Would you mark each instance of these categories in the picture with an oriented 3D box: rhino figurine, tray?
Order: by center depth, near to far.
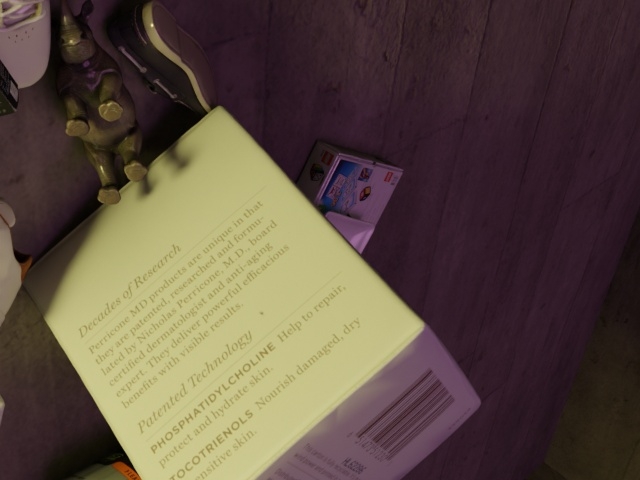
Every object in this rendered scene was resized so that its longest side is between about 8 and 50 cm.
[{"bbox_3d":[-0.239,-0.157,0.988,0.073,0.106,0.243,-13,140,-4],"label":"rhino figurine"},{"bbox_3d":[-0.022,0.076,1.462,0.145,0.030,0.270,13,109,-55],"label":"tray"}]

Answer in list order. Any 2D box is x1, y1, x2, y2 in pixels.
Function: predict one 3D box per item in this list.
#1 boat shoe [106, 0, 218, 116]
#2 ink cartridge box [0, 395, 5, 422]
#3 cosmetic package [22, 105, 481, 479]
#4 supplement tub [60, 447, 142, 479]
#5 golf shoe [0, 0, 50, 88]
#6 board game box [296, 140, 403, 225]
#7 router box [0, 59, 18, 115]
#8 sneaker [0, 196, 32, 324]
[{"bbox_3d":[-0.175,-0.201,1.087,0.064,0.075,0.206,-12,157,13],"label":"boat shoe"},{"bbox_3d":[-0.517,0.299,1.027,0.303,0.072,0.307,-13,139,-42],"label":"ink cartridge box"},{"bbox_3d":[-0.074,0.126,1.149,0.327,0.394,0.329,-42,148,-1],"label":"cosmetic package"},{"bbox_3d":[-0.221,0.389,1.425,0.338,0.207,0.207,-22,136,-43],"label":"supplement tub"},{"bbox_3d":[-0.280,-0.244,0.809,0.115,0.140,0.306,-37,146,-29],"label":"golf shoe"},{"bbox_3d":[0.000,0.000,1.501,0.193,0.053,0.305,8,113,-55],"label":"board game box"},{"bbox_3d":[-0.348,-0.143,0.847,0.122,0.038,0.092,-13,146,6],"label":"router box"},{"bbox_3d":[-0.385,-0.022,0.936,0.123,0.105,0.290,-62,156,-22],"label":"sneaker"}]
